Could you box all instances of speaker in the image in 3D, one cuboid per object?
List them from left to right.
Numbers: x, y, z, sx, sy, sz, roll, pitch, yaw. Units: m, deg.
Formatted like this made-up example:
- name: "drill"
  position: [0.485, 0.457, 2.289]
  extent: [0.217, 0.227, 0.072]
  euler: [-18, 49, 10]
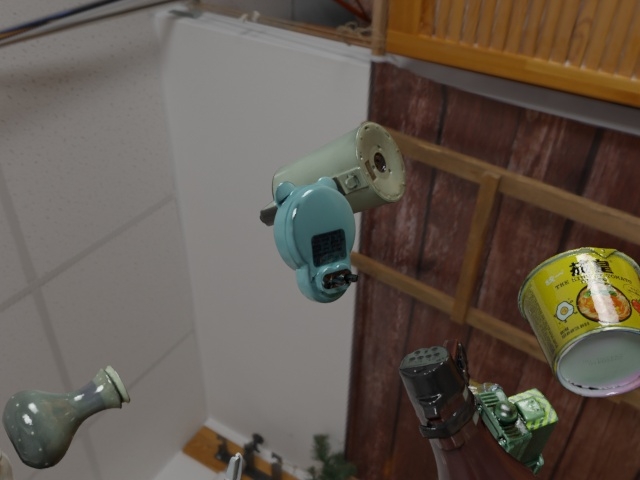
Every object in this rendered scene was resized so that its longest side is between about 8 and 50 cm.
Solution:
- name: "speaker"
  position: [0.273, 0.322, 1.107]
  extent: [0.259, 0.198, 0.330]
  euler: [-31, -73, -39]

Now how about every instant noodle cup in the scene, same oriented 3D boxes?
- name: "instant noodle cup"
  position: [0.684, 0.217, 1.525]
  extent: [0.254, 0.325, 0.326]
  euler: [-82, -5, -52]

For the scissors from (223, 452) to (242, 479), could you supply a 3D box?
- name: "scissors"
  position: [-0.255, 0.706, 1.752]
  extent: [0.030, 0.118, 0.242]
  euler: [-25, -43, -50]

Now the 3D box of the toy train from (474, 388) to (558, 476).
- name: "toy train"
  position: [0.402, 0.439, 1.323]
  extent: [0.178, 0.138, 0.330]
  euler: [-14, -44, -15]

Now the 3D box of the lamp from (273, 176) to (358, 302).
- name: "lamp"
  position: [-0.007, 0.002, 1.390]
  extent: [0.209, 0.147, 0.284]
  euler: [-13, -100, -38]

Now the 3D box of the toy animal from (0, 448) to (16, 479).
- name: "toy animal"
  position: [-0.719, 0.628, 1.398]
  extent: [0.196, 0.367, 0.241]
  euler: [-29, -32, -59]

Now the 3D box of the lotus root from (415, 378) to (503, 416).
- name: "lotus root"
  position: [0.399, 0.479, 1.787]
  extent: [0.140, 0.158, 0.322]
  euler: [-14, -13, -32]

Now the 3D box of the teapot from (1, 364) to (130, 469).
- name: "teapot"
  position: [-0.573, 0.388, 1.376]
  extent: [0.250, 0.183, 0.184]
  euler: [-28, -44, -33]

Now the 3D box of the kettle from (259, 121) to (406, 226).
- name: "kettle"
  position: [0.022, -0.162, 1.862]
  extent: [0.250, 0.376, 0.361]
  euler: [60, -140, -15]
